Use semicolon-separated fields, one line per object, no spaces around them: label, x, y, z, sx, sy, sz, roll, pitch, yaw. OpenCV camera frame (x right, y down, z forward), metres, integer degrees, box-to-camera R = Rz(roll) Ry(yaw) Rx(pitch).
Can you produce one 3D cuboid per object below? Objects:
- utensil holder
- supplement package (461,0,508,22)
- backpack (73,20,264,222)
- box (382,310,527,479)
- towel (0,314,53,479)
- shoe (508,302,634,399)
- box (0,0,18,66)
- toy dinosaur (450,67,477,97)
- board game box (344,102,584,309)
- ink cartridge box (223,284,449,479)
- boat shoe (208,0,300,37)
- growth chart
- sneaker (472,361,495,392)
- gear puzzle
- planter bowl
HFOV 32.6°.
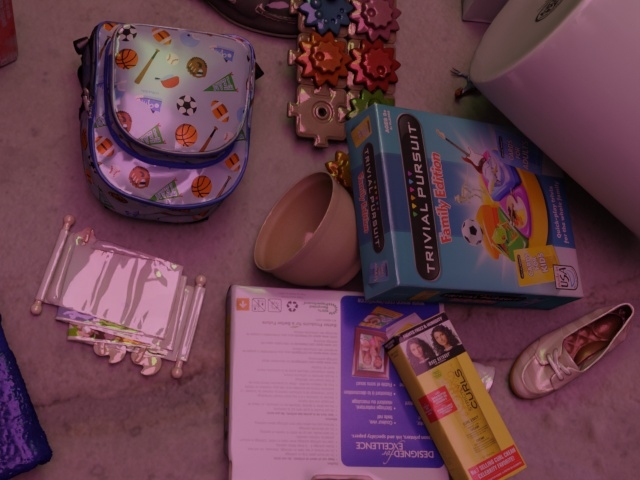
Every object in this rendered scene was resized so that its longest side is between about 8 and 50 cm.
utensil holder;0.444;-0.209;1.507;0.385;0.327;0.328;38;70;-15
supplement package;0.328;-0.460;1.709;0.194;0.149;0.203;2;71;-9
backpack;-0.206;-0.160;1.501;0.276;0.213;0.263;4;83;-12
box;0.177;0.218;1.456;0.087;0.058;0.232;-23;79;-19
towel;-0.497;0.188;1.407;0.227;0.076;0.308;-23;78;-9
shoe;0.363;0.153;1.571;0.219;0.058;0.076;-31;80;-18
box;-0.503;-0.337;1.443;0.142;0.300;0.154;-31;82;-19
toy dinosaur;0.244;-0.243;1.686;0.090;0.047;0.082;35;88;-9
board game box;0.205;-0.040;1.528;0.336;0.079;0.254;5;70;-33
ink cartridge box;0.021;0.219;1.488;0.303;0.072;0.307;4;74;-11
boat shoe;-0.144;-0.412;1.639;0.335;0.095;0.112;28;70;0
growth chart;-0.275;0.082;1.501;0.237;0.021;0.172;23;71;-2
sneaker;0.195;0.237;1.523;0.061;0.054;0.152;19;63;3
gear puzzle;0.039;-0.219;1.614;0.175;0.044;0.339;4;81;-19
planter bowl;0.000;0.000;1.517;0.109;0.162;0.162;37;68;-27
